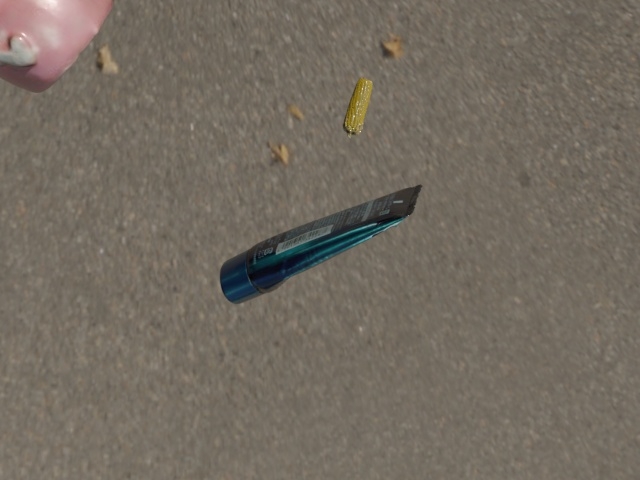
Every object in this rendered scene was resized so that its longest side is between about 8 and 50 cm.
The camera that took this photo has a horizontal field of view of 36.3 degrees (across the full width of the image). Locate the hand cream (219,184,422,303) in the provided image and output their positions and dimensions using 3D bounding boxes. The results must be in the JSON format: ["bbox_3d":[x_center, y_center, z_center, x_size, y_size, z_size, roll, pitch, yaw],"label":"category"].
[{"bbox_3d":[0.000,0.000,1.219,0.270,0.120,0.061,-26,102,19],"label":"hand cream"}]

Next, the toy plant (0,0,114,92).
[{"bbox_3d":[-0.432,-0.368,1.228,0.356,0.211,0.317,43,132,-20],"label":"toy plant"}]

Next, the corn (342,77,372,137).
[{"bbox_3d":[0.051,-0.177,1.312,0.028,0.027,0.083,17,85,8],"label":"corn"}]
